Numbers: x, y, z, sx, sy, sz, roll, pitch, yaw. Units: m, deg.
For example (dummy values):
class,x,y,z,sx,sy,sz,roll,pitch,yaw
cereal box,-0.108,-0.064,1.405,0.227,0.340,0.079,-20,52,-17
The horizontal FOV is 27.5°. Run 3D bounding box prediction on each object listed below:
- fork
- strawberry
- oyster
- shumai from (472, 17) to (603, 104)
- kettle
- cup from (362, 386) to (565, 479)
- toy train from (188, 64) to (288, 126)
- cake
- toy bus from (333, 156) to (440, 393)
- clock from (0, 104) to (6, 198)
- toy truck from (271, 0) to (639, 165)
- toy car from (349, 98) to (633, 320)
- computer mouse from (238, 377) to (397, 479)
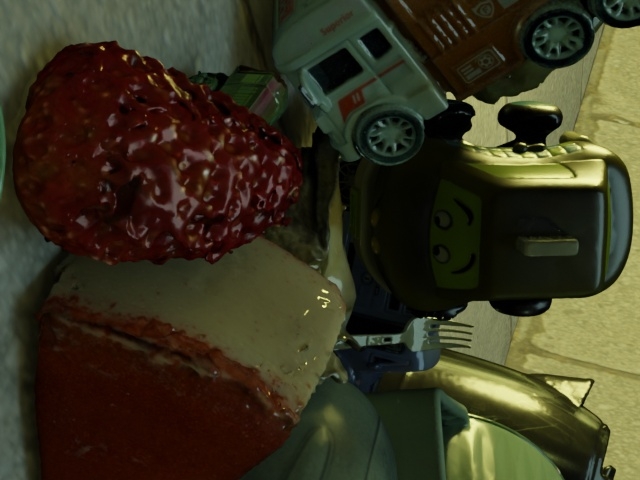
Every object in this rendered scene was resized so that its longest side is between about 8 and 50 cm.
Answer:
class,x,y,z,sx,sy,sz,roll,pitch,yaw
fork,0.041,0.094,1.220,0.028,0.219,0.034,-142,-126,-59
strawberry,-0.077,-0.045,0.721,0.188,0.082,0.121,3,93,-38
oyster,-0.011,0.000,1.079,0.271,0.100,0.275,50,36,-71
shumai,0.116,-0.319,1.147,0.292,0.288,0.330,-54,-154,23
kettle,0.216,0.311,1.707,0.228,0.324,0.321,50,54,-71
cup,0.074,0.354,1.198,0.401,0.310,0.392,49,22,-25
toy train,-0.077,-0.066,0.842,0.148,0.071,0.038,-59,156,-47
cake,-0.077,0.121,0.839,0.158,0.160,0.262,-60,159,-53
toy bus,0.067,0.039,1.316,0.125,0.133,0.292,-18,120,-72
clock,-0.184,-0.027,0.516,0.159,0.066,0.211,74,32,-62
toy truck,0.101,-0.196,0.954,0.162,0.305,0.136,45,27,-32
toy car,0.162,-0.016,1.152,0.198,0.248,0.204,-130,-140,-75
computer mouse,-0.052,0.238,0.954,0.371,0.188,0.122,-63,-179,-30
